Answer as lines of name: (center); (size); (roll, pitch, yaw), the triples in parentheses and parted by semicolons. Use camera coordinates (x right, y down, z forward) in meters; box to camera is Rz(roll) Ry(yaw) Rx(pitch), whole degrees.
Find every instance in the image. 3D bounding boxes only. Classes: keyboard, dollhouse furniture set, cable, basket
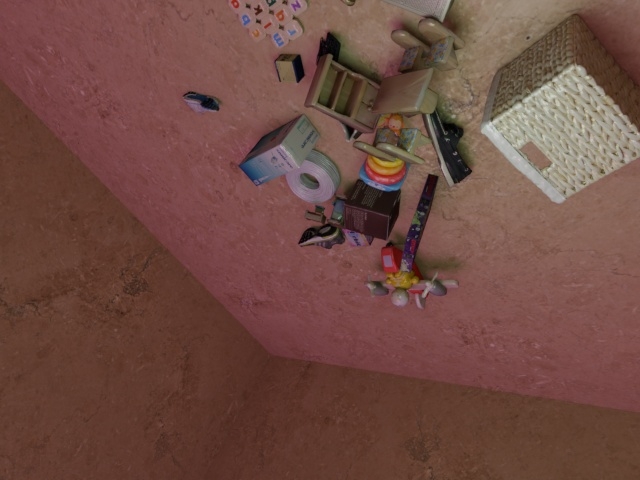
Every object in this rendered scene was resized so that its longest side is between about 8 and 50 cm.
keyboard: (0.015, -0.616, 1.493); (0.100, 0.038, 0.192); (52, 152, 24)
dollhouse furniture set: (0.162, -0.452, 1.309); (0.256, 0.362, 0.394); (18, -177, -29)
cable: (-0.041, -0.284, 1.942); (0.257, 0.089, 0.257); (-16, 125, 47)
dollhouse furniture set: (0.030, -0.142, 1.925); (0.183, 0.129, 0.129); (15, 175, 16)
basket: (0.653, -0.350, 1.158); (0.328, 0.331, 0.266); (39, 139, -13)

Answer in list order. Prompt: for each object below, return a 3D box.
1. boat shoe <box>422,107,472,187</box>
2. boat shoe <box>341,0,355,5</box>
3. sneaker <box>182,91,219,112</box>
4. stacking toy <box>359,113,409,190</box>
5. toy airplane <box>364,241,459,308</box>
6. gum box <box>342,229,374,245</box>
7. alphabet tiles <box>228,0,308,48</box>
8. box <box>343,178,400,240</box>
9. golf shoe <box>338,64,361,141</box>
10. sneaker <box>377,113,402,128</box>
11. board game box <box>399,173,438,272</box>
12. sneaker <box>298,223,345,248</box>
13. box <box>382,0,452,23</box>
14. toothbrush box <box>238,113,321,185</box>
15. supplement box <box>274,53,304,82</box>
boat shoe: (0.445, -0.345, 1.499); (0.113, 0.127, 0.340); (-22, 117, 15)
boat shoe: (0.044, -0.780, 1.282); (0.178, 0.064, 0.060); (33, 141, -16)
sneaker: (-0.520, -0.599, 1.924); (0.190, 0.071, 0.083); (25, 153, 22)
stacking toy: (0.253, -0.336, 1.574); (0.175, 0.166, 0.302); (23, 150, 10)
toy airplane: (0.417, 0.216, 2.081); (0.384, 0.272, 0.386); (26, 145, 5)
gum box: (0.171, -0.057, 2.098); (0.107, 0.062, 0.188); (-1, 135, 37)
alphabet tiles: (-0.180, -0.799, 1.453); (0.277, 0.021, 0.284); (-10, 129, 43)
box: (0.223, -0.133, 1.871); (0.203, 0.168, 0.167); (17, 144, 18)
golf shoe: (0.107, -0.487, 1.554); (0.105, 0.120, 0.273); (8, 138, 32)
sneaker: (0.267, -0.456, 1.523); (0.094, 0.082, 0.208); (39, 151, -27)
board game box: (0.385, -0.069, 1.678); (0.056, 0.347, 0.208); (19, 145, 11)
sneaker: (0.000, 0.000, 2.262); (0.299, 0.111, 0.121); (-10, 134, 46)
box: (0.223, -0.726, 1.161); (0.311, 0.121, 0.148); (26, 146, 6)
toothbrush box: (-0.173, -0.374, 1.814); (0.295, 0.216, 0.126); (-11, 129, 45)
supplement box: (-0.113, -0.631, 1.585); (0.083, 0.056, 0.083); (12, 142, 24)
